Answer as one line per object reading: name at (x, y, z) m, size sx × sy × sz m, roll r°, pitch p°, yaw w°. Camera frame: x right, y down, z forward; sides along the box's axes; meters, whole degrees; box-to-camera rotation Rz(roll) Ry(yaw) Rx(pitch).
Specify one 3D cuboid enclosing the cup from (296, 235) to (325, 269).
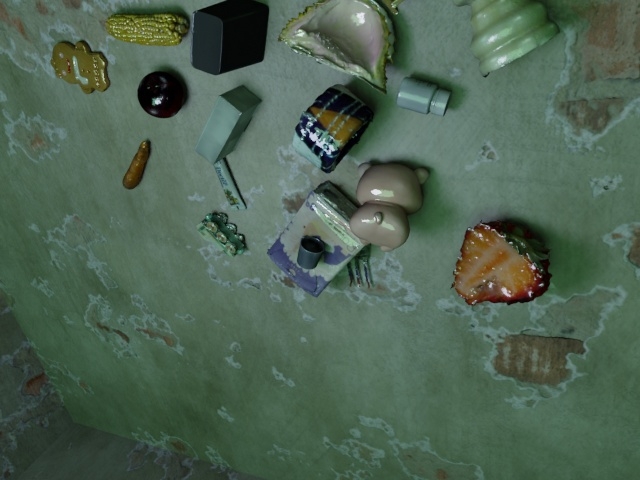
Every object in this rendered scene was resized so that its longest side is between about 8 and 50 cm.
cup at (-0.039, 0.034, 1.575) m, size 0.100 × 0.078 × 0.077 m, roll 56°, pitch 141°, yaw 37°

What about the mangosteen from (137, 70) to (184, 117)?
mangosteen at (-0.514, -0.468, 1.624) m, size 0.153 × 0.152 × 0.152 m, roll 13°, pitch 124°, yaw 19°

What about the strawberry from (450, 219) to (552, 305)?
strawberry at (0.535, 0.077, 1.436) m, size 0.253 × 0.150 × 0.280 m, roll 33°, pitch 134°, yaw 31°

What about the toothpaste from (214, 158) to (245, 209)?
toothpaste at (-0.330, -0.215, 1.749) m, size 0.067 × 0.037 × 0.255 m, roll -2°, pitch 122°, yaw 28°

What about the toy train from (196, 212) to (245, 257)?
toy train at (-0.370, -0.016, 1.871) m, size 0.194 × 0.080 × 0.125 m, roll 50°, pitch 138°, yaw -13°

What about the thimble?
thimble at (0.031, -0.303, 1.393) m, size 0.150 × 0.237 × 0.237 m, roll 41°, pitch 129°, yaw 3°

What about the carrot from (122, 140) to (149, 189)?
carrot at (-0.684, -0.281, 1.870) m, size 0.059 × 0.059 × 0.248 m, roll 40°, pitch 127°, yaw -1°

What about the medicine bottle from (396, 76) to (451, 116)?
medicine bottle at (0.272, -0.376, 1.316) m, size 0.131 × 0.080 × 0.080 m, roll 21°, pitch 127°, yaw 13°

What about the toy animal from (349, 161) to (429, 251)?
toy animal at (0.183, -0.098, 1.446) m, size 0.210 × 0.221 × 0.229 m, roll 13°, pitch 126°, yaw 14°

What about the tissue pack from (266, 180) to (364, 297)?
tissue pack at (0.000, 0.000, 1.655) m, size 0.242 × 0.125 × 0.343 m, roll 43°, pitch 127°, yaw 4°

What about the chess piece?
chess piece at (0.371, -0.554, 1.113) m, size 0.182 × 0.182 × 0.330 m, roll -26°, pitch 100°, yaw 36°

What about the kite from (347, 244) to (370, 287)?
kite at (0.120, 0.053, 1.701) m, size 0.141 × 0.015 × 0.245 m, roll 4°, pitch 115°, yaw 28°

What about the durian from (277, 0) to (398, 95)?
durian at (0.076, -0.529, 1.281) m, size 0.305 × 0.185 × 0.195 m, roll 27°, pitch 109°, yaw 4°

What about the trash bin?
trash bin at (-0.248, -0.558, 1.367) m, size 0.115 × 0.225 × 0.165 m, roll 22°, pitch 127°, yaw 11°

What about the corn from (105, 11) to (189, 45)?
corn at (-0.542, -0.654, 1.537) m, size 0.292 × 0.101 × 0.101 m, roll 13°, pitch 125°, yaw 20°

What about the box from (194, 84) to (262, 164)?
box at (-0.294, -0.363, 1.575) m, size 0.086 × 0.129 × 0.225 m, roll 39°, pitch 129°, yaw -1°

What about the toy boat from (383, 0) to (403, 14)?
toy boat at (0.068, -0.725, 1.145) m, size 0.136 × 0.162 × 0.445 m, roll -35°, pitch 100°, yaw 35°

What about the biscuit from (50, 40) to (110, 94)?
biscuit at (-0.851, -0.612, 1.756) m, size 0.249 × 0.035 × 0.184 m, roll 21°, pitch 127°, yaw 14°
